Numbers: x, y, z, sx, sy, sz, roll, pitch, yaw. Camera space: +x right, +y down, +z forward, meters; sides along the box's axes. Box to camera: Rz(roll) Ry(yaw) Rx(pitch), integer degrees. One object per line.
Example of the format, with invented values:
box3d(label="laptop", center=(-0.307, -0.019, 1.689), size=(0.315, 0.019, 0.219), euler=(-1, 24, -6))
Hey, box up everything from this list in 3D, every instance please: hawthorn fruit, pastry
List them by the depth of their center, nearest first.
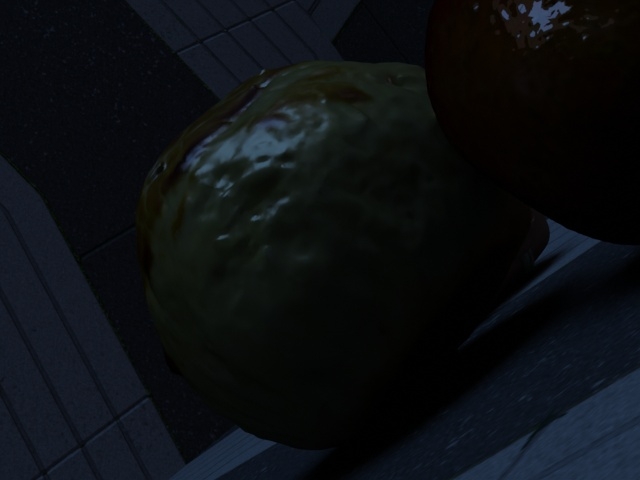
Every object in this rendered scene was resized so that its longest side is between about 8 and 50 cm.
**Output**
box3d(label="hawthorn fruit", center=(0.212, -0.161, 1.098), size=(0.285, 0.284, 0.369), euler=(-36, 39, -18))
box3d(label="pastry", center=(0.000, 0.000, 1.293), size=(0.388, 0.313, 0.388), euler=(-48, -15, -17))

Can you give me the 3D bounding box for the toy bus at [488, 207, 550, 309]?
box3d(label="toy bus", center=(0.141, 0.020, 1.637), size=(0.288, 0.194, 0.232), euler=(-35, 11, -28))
